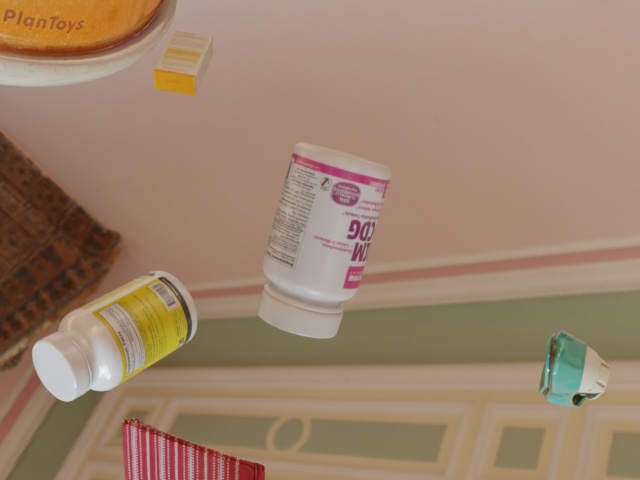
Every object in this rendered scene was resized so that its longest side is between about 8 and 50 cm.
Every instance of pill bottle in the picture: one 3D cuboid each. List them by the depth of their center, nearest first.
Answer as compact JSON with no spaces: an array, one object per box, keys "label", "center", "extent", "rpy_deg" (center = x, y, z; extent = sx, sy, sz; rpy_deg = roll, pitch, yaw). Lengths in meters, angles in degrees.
[{"label":"pill bottle","center":[0.000,0.000,1.308],"extent":[0.160,0.160,0.283],"rpy_deg":[29,-74,56]},{"label":"pill bottle","center":[-0.445,0.209,1.798],"extent":[0.188,0.188,0.334],"rpy_deg":[-6,-163,42]}]

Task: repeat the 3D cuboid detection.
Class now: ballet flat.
[{"label":"ballet flat","center":[0.345,0.177,1.111],"extent":[0.087,0.247,0.083],"rpy_deg":[10,-105,16]}]

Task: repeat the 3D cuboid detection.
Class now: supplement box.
[{"label":"supplement box","center":[-0.197,-0.258,1.193],"extent":[0.062,0.036,0.098],"rpy_deg":[11,-128,5]}]

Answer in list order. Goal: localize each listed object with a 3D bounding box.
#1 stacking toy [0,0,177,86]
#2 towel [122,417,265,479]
[{"label":"stacking toy","center":[-0.162,-0.363,0.493],"extent":[0.480,0.350,0.351],"rpy_deg":[-46,-156,38]},{"label":"towel","center":[-0.208,0.408,1.333],"extent":[0.275,0.199,0.031],"rpy_deg":[11,-160,28]}]
